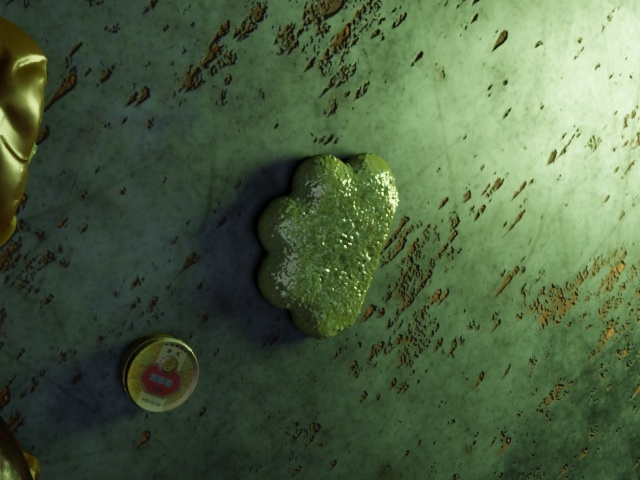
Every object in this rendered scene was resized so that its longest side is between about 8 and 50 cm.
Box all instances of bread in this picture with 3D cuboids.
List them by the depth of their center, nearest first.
[{"bbox_3d":[-0.437,-0.117,1.049,0.250,0.225,0.279,10,92,-32],"label":"bread"},{"bbox_3d":[0.000,0.000,1.420,0.207,0.056,0.286,14,93,-33],"label":"bread"}]

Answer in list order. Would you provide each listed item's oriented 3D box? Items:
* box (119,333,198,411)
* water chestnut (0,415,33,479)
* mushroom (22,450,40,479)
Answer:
[{"bbox_3d":[-0.220,0.180,1.345,0.106,0.037,0.105,-7,104,-28],"label":"box"},{"bbox_3d":[-0.478,0.297,1.048,0.302,0.350,0.350,16,93,-49],"label":"water chestnut"},{"bbox_3d":[-0.394,0.327,1.241,0.087,0.127,0.127,17,93,13],"label":"mushroom"}]
